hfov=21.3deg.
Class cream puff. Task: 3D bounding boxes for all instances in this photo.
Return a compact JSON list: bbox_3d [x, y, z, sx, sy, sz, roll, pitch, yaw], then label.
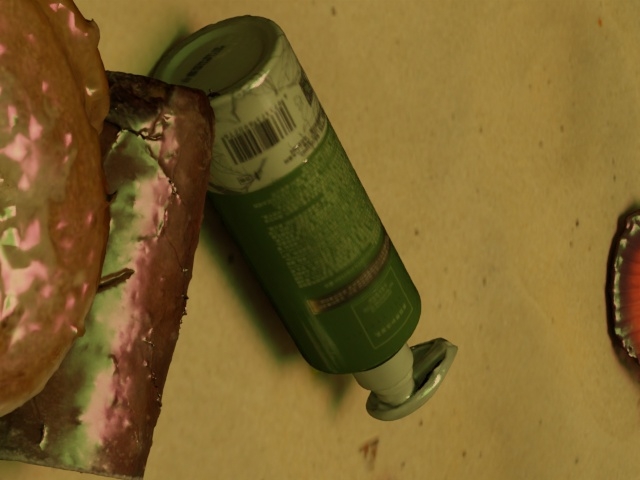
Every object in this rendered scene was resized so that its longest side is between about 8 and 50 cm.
[{"bbox_3d":[-0.134,-0.020,0.486,0.150,0.115,0.165,19,84,-47],"label":"cream puff"}]

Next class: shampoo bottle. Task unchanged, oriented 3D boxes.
[{"bbox_3d":[0.000,0.000,0.726,0.065,0.065,0.204,-60,136,-35],"label":"shampoo bottle"}]

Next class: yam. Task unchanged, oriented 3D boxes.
[{"bbox_3d":[-0.084,0.011,0.597,0.079,0.079,0.141,24,72,-53],"label":"yam"}]

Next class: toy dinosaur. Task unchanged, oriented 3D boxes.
[{"bbox_3d":[0.230,-0.006,1.081,0.139,0.070,0.286,7,83,-33],"label":"toy dinosaur"}]
